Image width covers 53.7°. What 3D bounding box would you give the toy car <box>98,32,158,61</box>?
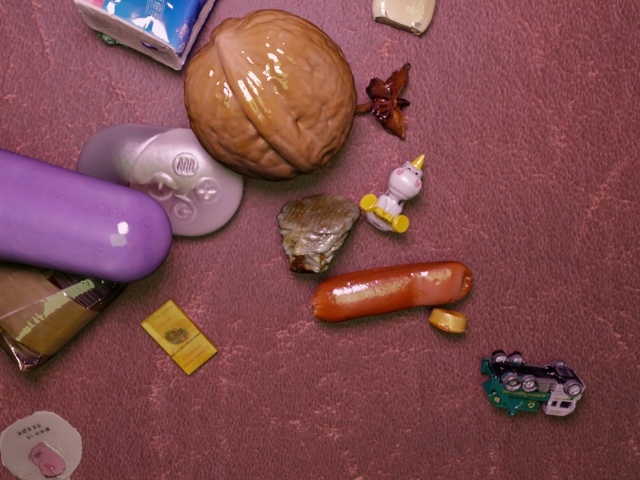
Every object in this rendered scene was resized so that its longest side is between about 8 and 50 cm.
[{"bbox_3d":[-0.359,-0.404,1.247,0.143,0.054,0.073,19,96,-9],"label":"toy car"}]

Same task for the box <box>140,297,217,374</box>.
[{"bbox_3d":[-0.306,0.209,1.374,0.087,0.023,0.155,-39,100,6],"label":"box"}]

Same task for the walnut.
[{"bbox_3d":[-0.092,-0.261,1.154,0.332,0.333,0.333,-1,100,-4],"label":"walnut"}]

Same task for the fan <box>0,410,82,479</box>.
[{"bbox_3d":[-0.592,0.528,1.415,0.182,0.010,0.310,-23,100,0],"label":"fan"}]

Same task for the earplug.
[{"bbox_3d":[-0.492,-0.044,1.164,0.455,0.215,0.215,13,99,9],"label":"earplug"}]

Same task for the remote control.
[{"bbox_3d":[-0.321,-0.119,1.274,0.332,0.103,0.221,5,105,-4],"label":"remote control"}]

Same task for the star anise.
[{"bbox_3d":[0.107,-0.285,1.308,0.140,0.144,0.158,-21,115,-46],"label":"star anise"}]

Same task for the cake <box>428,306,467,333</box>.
[{"bbox_3d":[0.279,0.175,1.381,0.084,0.084,0.044,15,97,-7],"label":"cake"}]

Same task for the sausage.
[{"bbox_3d":[0.151,0.104,1.355,0.348,0.094,0.097,-10,114,-4],"label":"sausage"}]

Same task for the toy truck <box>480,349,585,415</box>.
[{"bbox_3d":[0.465,0.329,1.415,0.216,0.110,0.116,8,112,-6],"label":"toy truck"}]

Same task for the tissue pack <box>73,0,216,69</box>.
[{"bbox_3d":[-0.292,-0.487,1.165,0.209,0.137,0.270,27,79,-9],"label":"tissue pack"}]

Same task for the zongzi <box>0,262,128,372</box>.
[{"bbox_3d":[-0.582,0.060,1.271,0.289,0.154,0.317,-44,94,-4],"label":"zongzi"}]

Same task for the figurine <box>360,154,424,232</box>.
[{"bbox_3d":[0.161,-0.102,1.303,0.109,0.129,0.178,30,100,11],"label":"figurine"}]

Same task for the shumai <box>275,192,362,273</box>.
[{"bbox_3d":[0.006,-0.002,1.309,0.184,0.184,0.142,-10,124,-2],"label":"shumai"}]

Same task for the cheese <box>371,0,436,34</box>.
[{"bbox_3d":[0.191,-0.548,1.263,0.127,0.054,0.252,16,98,-10],"label":"cheese"}]
